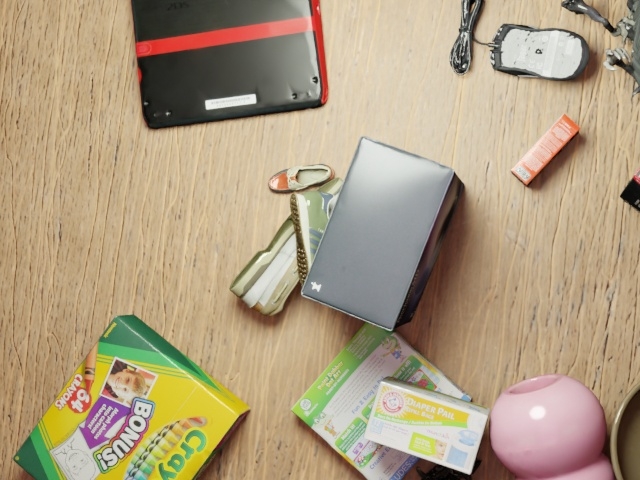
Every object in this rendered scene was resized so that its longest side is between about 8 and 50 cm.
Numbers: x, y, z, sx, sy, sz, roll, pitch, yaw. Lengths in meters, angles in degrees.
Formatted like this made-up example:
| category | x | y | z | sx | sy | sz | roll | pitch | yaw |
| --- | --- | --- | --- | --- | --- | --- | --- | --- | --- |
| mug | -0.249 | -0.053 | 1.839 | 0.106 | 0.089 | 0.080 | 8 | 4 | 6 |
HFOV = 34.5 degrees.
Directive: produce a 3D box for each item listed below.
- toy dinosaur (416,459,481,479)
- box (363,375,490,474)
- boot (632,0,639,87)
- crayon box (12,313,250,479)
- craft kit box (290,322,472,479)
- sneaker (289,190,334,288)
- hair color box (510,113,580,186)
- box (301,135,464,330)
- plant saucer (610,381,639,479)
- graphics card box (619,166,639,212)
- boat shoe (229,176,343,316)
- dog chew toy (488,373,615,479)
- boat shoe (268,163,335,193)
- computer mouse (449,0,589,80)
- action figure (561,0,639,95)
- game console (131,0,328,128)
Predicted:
| category | x | y | z | sx | sy | sz | roll | pitch | yaw |
| --- | --- | --- | --- | --- | --- | --- | --- | --- | --- |
| toy dinosaur | 0.241 | 0.534 | 1.888 | 0.322 | 0.164 | 0.218 | -6 | 104 | -10 |
| box | 0.194 | 0.331 | 1.866 | 0.203 | 0.103 | 0.114 | 16 | 92 | 12 |
| boot | 0.744 | -0.447 | 1.684 | 0.446 | 0.146 | 0.366 | -11 | 125 | -6 |
| crayon box | -0.373 | 0.383 | 2.033 | 0.313 | 0.106 | 0.363 | 37 | 96 | 11 |
| craft kit box | 0.115 | 0.311 | 1.963 | 0.247 | 0.061 | 0.250 | 41 | 96 | 7 |
| sneaker | 0.000 | 0.000 | 1.900 | 0.086 | 0.064 | 0.192 | -12 | 105 | -19 |
| hair color box | 0.416 | -0.165 | 1.907 | 0.043 | 0.072 | 0.141 | 45 | 98 | 10 |
| box | 0.121 | -0.007 | 1.850 | 0.183 | 0.294 | 0.296 | 21 | 93 | 12 |
| plant saucer | 0.627 | 0.364 | 1.810 | 0.278 | 0.041 | 0.277 | 2 | 83 | -14 |
| graphics card box | 0.614 | -0.151 | 1.713 | 0.094 | 0.371 | 0.232 | 39 | 95 | 11 |
| boat shoe | -0.039 | 0.014 | 1.986 | 0.103 | 0.113 | 0.302 | 42 | 95 | -11 |
| dog chew toy | 0.428 | 0.410 | 1.828 | 0.207 | 0.206 | 0.331 | -18 | 93 | 11 |
| boat shoe | -0.040 | -0.122 | 2.015 | 0.137 | 0.043 | 0.049 | -9 | 88 | 13 |
| computer mouse | 0.380 | -0.393 | 1.931 | 0.262 | 0.060 | 0.184 | 8 | 94 | 23 |
| action figure | 0.565 | -0.368 | 1.840 | 0.276 | 0.141 | 0.164 | 43 | 106 | 2 |
| game console | -0.188 | -0.412 | 2.056 | 0.387 | 0.060 | 0.341 | -6 | 92 | 12 |
